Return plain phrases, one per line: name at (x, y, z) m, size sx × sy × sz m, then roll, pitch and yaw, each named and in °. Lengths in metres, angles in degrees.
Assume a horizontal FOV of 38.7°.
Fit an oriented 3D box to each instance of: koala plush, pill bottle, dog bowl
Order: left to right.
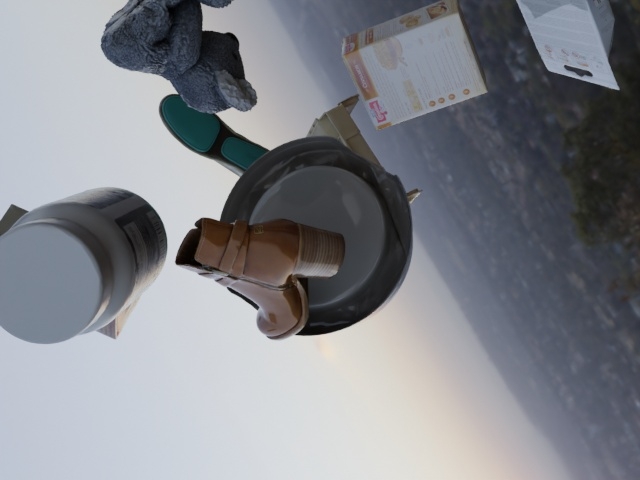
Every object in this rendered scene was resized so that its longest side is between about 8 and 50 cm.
pill bottle at (-0.371, 0.032, 1.412) m, size 0.204 × 0.204 × 0.361 m, roll 58°, pitch -173°, yaw -6°
koala plush at (-0.197, -0.279, 1.380) m, size 0.196 × 0.203 × 0.221 m, roll 11°, pitch 146°, yaw 54°
dog bowl at (0.000, 0.000, 1.565) m, size 0.348 × 0.349 × 0.102 m, roll 62°, pitch -170°, yaw 21°

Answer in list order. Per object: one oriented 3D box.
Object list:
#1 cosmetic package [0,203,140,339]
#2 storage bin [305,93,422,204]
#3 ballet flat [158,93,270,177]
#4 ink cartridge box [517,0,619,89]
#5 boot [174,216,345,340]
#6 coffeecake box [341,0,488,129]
cosmetic package at (-0.518, 0.066, 1.846) m, size 0.296 × 0.129 × 0.153 m, roll 24°, pitch 150°, yaw 2°
storage bin at (0.083, -0.160, 2.082) m, size 0.262 × 0.123 × 0.260 m, roll 58°, pitch 160°, yaw 8°
ballet flat at (-0.190, -0.178, 1.673) m, size 0.248 × 0.086 × 0.086 m, roll 35°, pitch -169°, yaw -9°
ink cartridge box at (0.366, -0.309, 1.321) m, size 0.145 × 0.045 × 0.179 m, roll 32°, pitch 167°, yaw 49°
boot at (-0.113, 0.059, 1.376) m, size 0.283 × 0.220 × 0.109 m, roll 130°, pitch 142°, yaw -55°
coffeecake box at (0.145, -0.270, 1.401) m, size 0.068 × 0.186 × 0.142 m, roll -85°, pitch -27°, yaw -52°
